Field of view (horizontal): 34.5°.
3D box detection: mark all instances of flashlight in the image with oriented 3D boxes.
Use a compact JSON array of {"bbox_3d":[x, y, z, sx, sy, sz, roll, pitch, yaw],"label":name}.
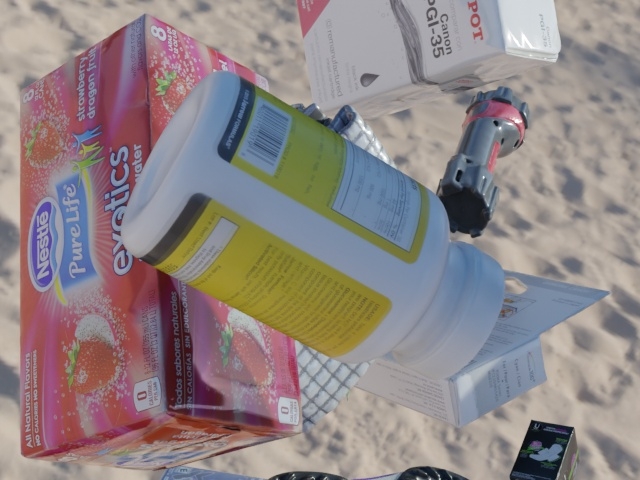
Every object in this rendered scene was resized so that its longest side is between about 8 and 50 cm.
[{"bbox_3d":[0.235,-0.114,1.482,0.103,0.103,0.304,18,39,5],"label":"flashlight"}]

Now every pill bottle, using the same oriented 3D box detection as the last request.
[{"bbox_3d":[0.000,0.000,0.528,0.184,0.103,0.103,30,27,-18],"label":"pill bottle"}]

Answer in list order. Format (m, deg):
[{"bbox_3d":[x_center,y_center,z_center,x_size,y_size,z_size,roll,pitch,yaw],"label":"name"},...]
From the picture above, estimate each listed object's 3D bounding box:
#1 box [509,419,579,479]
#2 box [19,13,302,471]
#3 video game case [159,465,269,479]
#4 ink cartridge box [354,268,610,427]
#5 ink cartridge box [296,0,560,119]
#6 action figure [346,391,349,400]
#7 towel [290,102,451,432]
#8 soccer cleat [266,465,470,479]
[{"bbox_3d":[0.248,0.251,1.133,0.052,0.062,0.083,6,43,29],"label":"box"},{"bbox_3d":[-0.107,0.007,0.658,0.122,0.128,0.257,21,56,-49],"label":"box"},{"bbox_3d":[-0.182,0.422,1.606,0.183,0.023,0.201,7,21,9],"label":"video game case"},{"bbox_3d":[0.163,0.114,1.268,0.261,0.066,0.296,-22,19,-30],"label":"ink cartridge box"},{"bbox_3d":[0.115,-0.275,1.203,0.117,0.283,0.207,-4,84,-47],"label":"ink cartridge box"},{"bbox_3d":[0.038,0.125,1.542,0.063,0.137,0.232,1,19,-6],"label":"action figure"},{"bbox_3d":[-0.025,0.025,1.055,0.121,0.284,0.235,22,-22,53],"label":"towel"},{"bbox_3d":[0.052,0.300,1.062,0.318,0.116,0.109,9,53,-29],"label":"soccer cleat"}]
